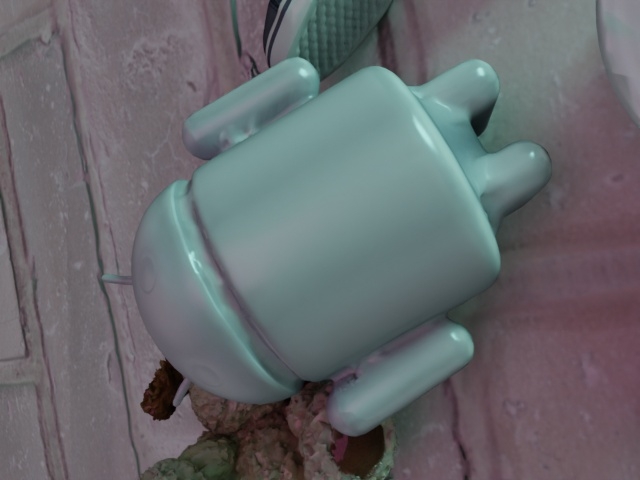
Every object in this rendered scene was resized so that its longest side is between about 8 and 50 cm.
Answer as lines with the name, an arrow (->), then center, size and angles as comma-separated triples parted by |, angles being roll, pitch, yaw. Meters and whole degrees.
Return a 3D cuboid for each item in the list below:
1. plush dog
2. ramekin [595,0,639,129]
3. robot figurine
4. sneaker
plush dog -> -0.060, 0.178, 0.635 | 0.263, 0.210, 0.225 | -25, 63, 5
ramekin -> 0.317, -0.147, 0.353 | 0.273, 0.127, 0.272 | 4, 96, 34
robot figurine -> 0.000, 0.000, 0.497 | 0.354, 0.200, 0.299 | -29, 77, 6
sneaker -> 0.025, -0.297, 0.539 | 0.127, 0.126, 0.321 | 38, 103, 20
